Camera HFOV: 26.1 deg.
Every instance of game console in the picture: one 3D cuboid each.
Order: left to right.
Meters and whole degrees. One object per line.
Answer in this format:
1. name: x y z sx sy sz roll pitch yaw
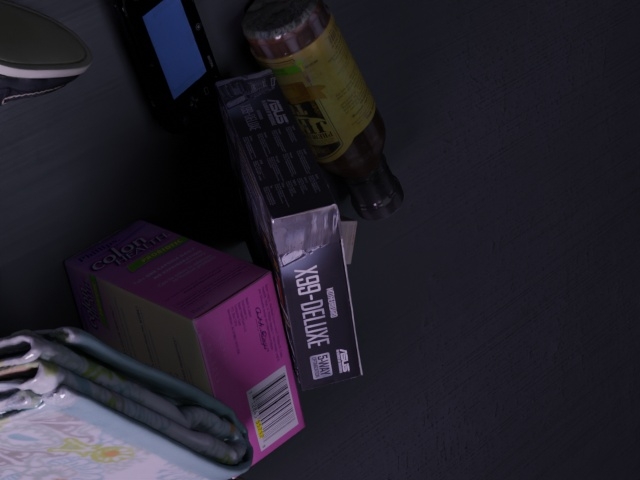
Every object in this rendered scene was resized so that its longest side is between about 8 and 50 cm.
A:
1. game console: -0.183 -0.296 1.546 0.213 0.044 0.361 -40 130 -29

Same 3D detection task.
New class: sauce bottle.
1. sauce bottle: 0.016 -0.163 1.746 0.111 0.111 0.344 -49 132 -21

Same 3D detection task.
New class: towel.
1. towel: -0.286 0.206 1.365 0.374 0.320 0.090 42 33 -55

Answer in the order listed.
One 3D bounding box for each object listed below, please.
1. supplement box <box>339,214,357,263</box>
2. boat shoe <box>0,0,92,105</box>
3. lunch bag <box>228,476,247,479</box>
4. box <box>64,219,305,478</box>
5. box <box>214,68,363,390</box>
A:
1. supplement box: 0.000 0.000 1.843 0.098 0.036 0.062 -2 105 -45
2. boat shoe: -0.381 -0.163 1.349 0.340 0.127 0.113 -12 142 -50
3. lunch bag: -0.200 0.395 1.595 0.256 0.305 0.213 -52 136 -27
4. box: -0.155 0.119 1.578 0.117 0.243 0.214 -33 125 -34
5. box: -0.040 -0.019 1.590 0.076 0.307 0.242 -14 126 -8
